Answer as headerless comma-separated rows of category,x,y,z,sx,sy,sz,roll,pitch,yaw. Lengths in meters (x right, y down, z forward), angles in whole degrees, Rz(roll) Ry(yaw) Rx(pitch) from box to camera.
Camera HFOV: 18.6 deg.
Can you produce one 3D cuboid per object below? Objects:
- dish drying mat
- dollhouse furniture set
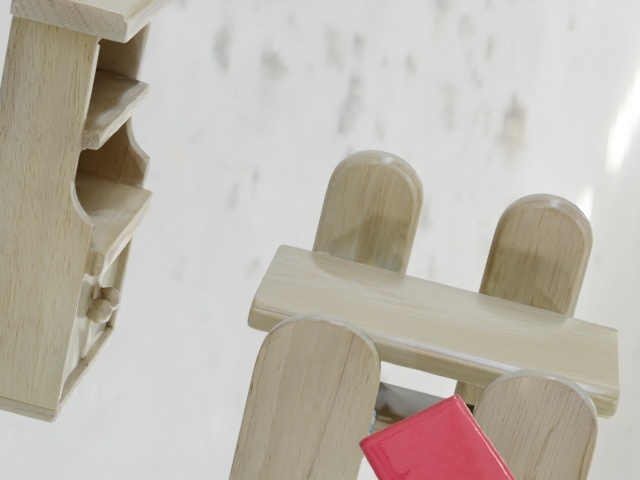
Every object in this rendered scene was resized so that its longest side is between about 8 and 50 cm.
dish drying mat,0.043,0.078,0.507,0.032,0.083,0.008,-25,144,-12
dollhouse furniture set,0.000,0.000,0.743,0.212,0.242,0.161,-66,170,-71
